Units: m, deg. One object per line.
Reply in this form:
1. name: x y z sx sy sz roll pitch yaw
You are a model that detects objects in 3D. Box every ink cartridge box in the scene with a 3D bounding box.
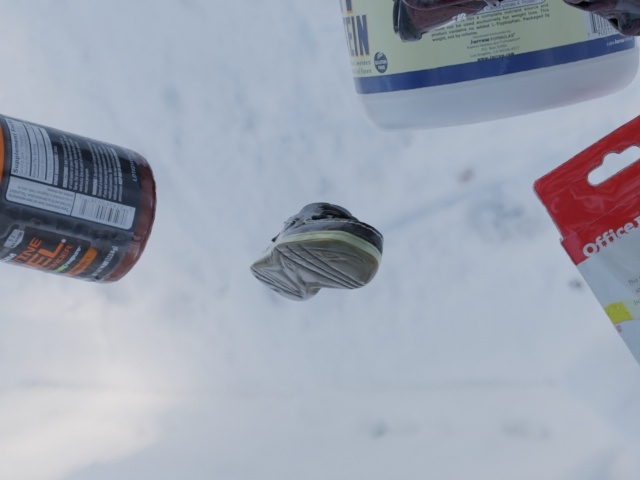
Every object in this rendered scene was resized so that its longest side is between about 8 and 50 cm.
1. ink cartridge box: 0.278 0.021 1.522 0.231 0.134 0.078 59 -169 5

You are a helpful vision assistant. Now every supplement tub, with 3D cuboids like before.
1. supplement tub: 0.120 -0.265 1.606 0.235 0.235 0.325 0 102 58
2. supplement tub: -0.224 -0.036 1.420 0.106 0.198 0.106 -25 59 49

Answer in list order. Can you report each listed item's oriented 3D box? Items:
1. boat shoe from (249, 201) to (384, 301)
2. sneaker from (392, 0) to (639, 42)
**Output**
1. boat shoe: 0.001 0.001 1.743 0.080 0.073 0.223 31 162 -13
2. sneaker: 0.125 -0.143 1.110 0.281 0.162 0.106 46 178 -16
